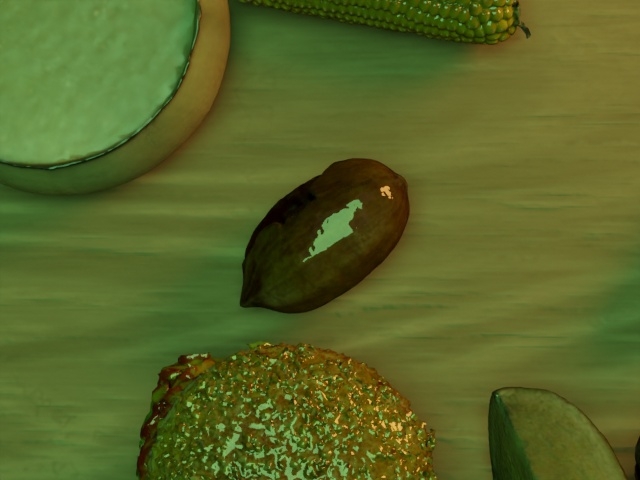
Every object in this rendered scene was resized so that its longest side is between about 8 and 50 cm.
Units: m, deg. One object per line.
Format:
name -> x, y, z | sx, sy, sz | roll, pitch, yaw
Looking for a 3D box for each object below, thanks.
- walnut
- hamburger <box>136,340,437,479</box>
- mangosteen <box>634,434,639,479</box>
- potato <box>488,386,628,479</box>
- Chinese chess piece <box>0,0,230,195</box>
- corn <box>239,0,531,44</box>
walnut -> 0.000, 0.000, 1.781 | 0.207, 0.116, 0.116 | -41, 79, 8
hamburger -> -0.033, 0.235, 1.713 | 0.294, 0.179, 0.276 | 8, 83, 9
mangosteen -> 0.379, 0.228, 1.663 | 0.250, 0.211, 0.211 | -32, 79, 29
potato -> 0.237, 0.249, 1.652 | 0.112, 0.269, 0.255 | -10, 71, -12
Chinese chess piece -> -0.260, -0.214, 1.824 | 0.338, 0.140, 0.338 | -1, 84, 9
corn -> 0.065, -0.261, 1.808 | 0.310, 0.101, 0.101 | 12, 84, 11
